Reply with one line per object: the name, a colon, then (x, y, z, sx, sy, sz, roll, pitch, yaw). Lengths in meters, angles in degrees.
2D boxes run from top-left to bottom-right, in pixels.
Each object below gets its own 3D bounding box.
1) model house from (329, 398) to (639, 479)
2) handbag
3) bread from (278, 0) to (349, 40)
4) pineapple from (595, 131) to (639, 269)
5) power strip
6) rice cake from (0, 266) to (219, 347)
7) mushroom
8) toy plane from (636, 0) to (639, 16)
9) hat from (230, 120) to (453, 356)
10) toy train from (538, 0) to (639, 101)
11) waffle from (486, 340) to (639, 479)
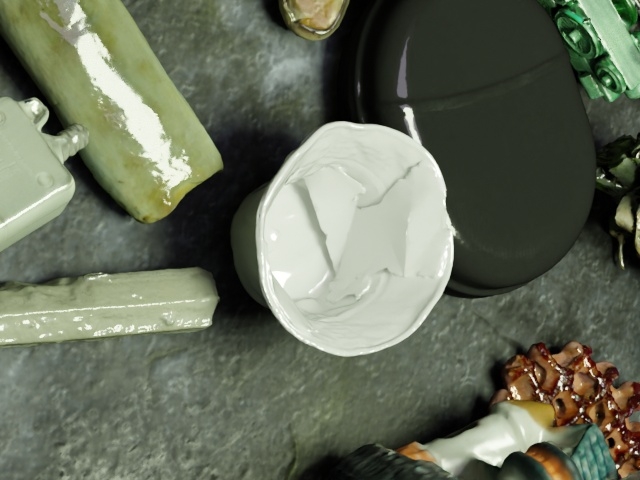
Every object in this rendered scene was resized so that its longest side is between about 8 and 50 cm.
model house: (0.198, 0.219, 1.428, 0.301, 0.271, 0.190, -26, 104, -17)
handbag: (0.141, -0.102, 1.551, 0.253, 0.093, 0.308, -24, 100, -32)
bread: (0.010, -0.275, 1.496, 0.073, 0.053, 0.214, 15, 80, -12)
pineapple: (0.375, 0.003, 1.650, 0.271, 0.262, 0.262, 45, 64, -10)
power strip: (-0.308, -0.004, 1.243, 0.338, 0.058, 0.098, -35, 83, -29)
rice cake: (-0.197, 0.054, 1.338, 0.256, 0.052, 0.057, -4, 69, -34)
mushroom: (-0.193, -0.155, 1.339, 0.100, 0.081, 0.312, -40, 114, -17)
toy plane: (0.390, -0.236, 1.716, 0.244, 0.117, 0.245, 4, 83, -34)
hat: (0.000, 0.000, 1.428, 0.203, 0.126, 0.203, 2, 86, -34)
toy train: (0.250, -0.211, 1.626, 0.071, 0.104, 0.178, -40, 109, -16)
waffle: (0.228, 0.211, 1.616, 0.221, 0.055, 0.234, 12, 84, -34)
